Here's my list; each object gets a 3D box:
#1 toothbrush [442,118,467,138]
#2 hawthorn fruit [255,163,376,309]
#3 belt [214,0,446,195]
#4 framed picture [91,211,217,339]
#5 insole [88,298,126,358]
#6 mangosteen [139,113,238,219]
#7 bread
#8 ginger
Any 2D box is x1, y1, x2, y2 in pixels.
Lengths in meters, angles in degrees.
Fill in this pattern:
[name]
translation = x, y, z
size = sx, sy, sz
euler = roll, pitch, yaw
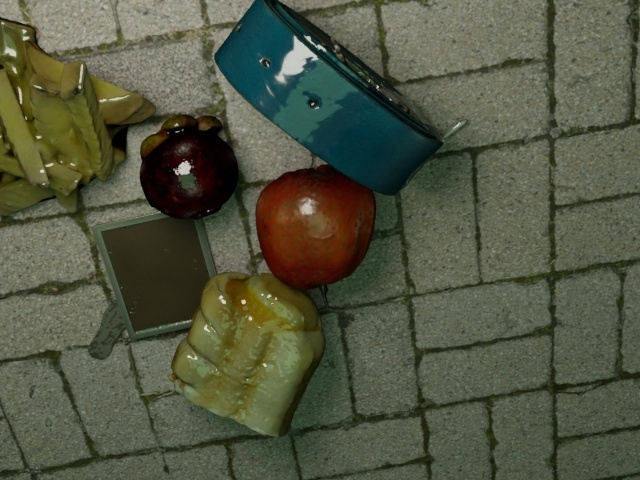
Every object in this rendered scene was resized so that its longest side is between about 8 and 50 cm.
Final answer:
[toothbrush]
translation = 0.219, -0.193, 1.621
size = 0.204, 0.017, 0.022
euler = -36, 103, 13
[hawthorn fruit]
translation = 0.000, 0.000, 1.562
size = 0.254, 0.254, 0.300
euler = -11, 101, 1
[belt]
translation = 0.024, -0.262, 1.415
size = 0.437, 0.300, 0.173
euler = 37, 110, -23
[framed picture]
translation = -0.346, 0.071, 1.704
size = 0.232, 0.019, 0.296
euler = -11, 117, -2
[insole]
translation = -0.472, 0.196, 1.764
size = 0.065, 0.006, 0.193
euler = 27, 112, -17
[mangosteen]
translation = -0.259, -0.139, 1.515
size = 0.210, 0.210, 0.209
euler = -2, 116, -4
[bread]
translation = -0.144, 0.214, 1.686
size = 0.301, 0.210, 0.341
euler = 20, 108, -2
[ginger]
translation = -0.548, -0.210, 1.450
size = 0.413, 0.211, 0.358
euler = -38, 111, 14
